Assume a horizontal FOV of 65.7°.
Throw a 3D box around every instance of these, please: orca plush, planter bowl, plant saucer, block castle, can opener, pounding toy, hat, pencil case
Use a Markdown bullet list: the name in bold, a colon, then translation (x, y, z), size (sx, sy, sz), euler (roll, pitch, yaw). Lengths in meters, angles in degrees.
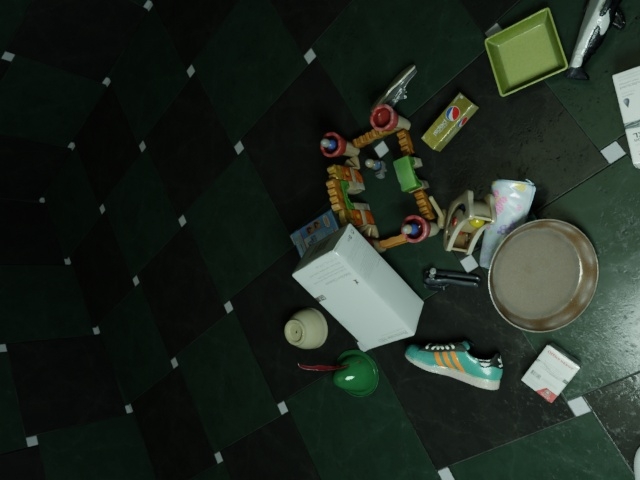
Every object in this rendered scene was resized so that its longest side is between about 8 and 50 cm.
- **orca plush**: translation (0.744, -0.558, 1.284), size (0.102, 0.151, 0.287), euler (14, 98, 3)
- **planter bowl**: translation (-0.068, 0.343, 1.898), size (0.162, 0.109, 0.162), euler (1, 92, 35)
- **plant saucer**: translation (0.598, 0.094, 1.350), size (0.311, 0.050, 0.310), euler (-1, 98, -6)
- **block castle**: translation (0.181, -0.183, 1.636), size (0.303, 0.213, 0.453), euler (-20, 80, 35)
- **can opener**: translation (0.415, 0.122, 1.580), size (0.186, 0.073, 0.059), euler (-3, 51, 33)
- **pounding toy**: translation (0.390, -0.051, 1.453), size (0.155, 0.269, 0.154), euler (10, 77, -3)
- **plant saucer**: translation (0.592, -0.534, 1.427), size (0.188, 0.045, 0.188), euler (-19, 80, 35)
- **hat**: translation (0.072, 0.491, 1.753), size (0.209, 0.184, 0.172), euler (-16, 82, 35)
- **pencil case**: translation (0.531, -0.041, 1.410), size (0.124, 0.114, 0.273), euler (11, 97, 53)

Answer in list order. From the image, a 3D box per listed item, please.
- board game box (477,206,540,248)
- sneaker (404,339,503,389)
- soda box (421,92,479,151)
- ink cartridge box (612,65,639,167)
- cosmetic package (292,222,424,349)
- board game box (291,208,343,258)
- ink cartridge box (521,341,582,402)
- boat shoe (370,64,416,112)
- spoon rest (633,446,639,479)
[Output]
- **board game box**: translation (0.542, -0.061, 1.490), size (0.186, 0.026, 0.126), euler (-35, 71, 31)
- **sneaker**: translation (0.417, 0.359, 1.552), size (0.302, 0.108, 0.121), euler (12, 98, 27)
- **soda box**: translation (0.407, -0.369, 1.560), size (0.061, 0.058, 0.181), euler (51, 119, 23)
- **ink cartridge box**: translation (0.843, -0.315, 1.216), size (0.172, 0.100, 0.237), euler (-14, 83, 36)
- **cosmetic package**: translation (0.125, 0.157, 1.597), size (0.385, 0.156, 0.217), euler (46, 133, -14)
- **board game box**: translation (0.000, 0.000, 1.881), size (0.211, 0.039, 0.160), euler (-31, 74, 33)
- **ink cartridge box**: translation (0.654, 0.371, 1.402), size (0.099, 0.056, 0.135), euler (39, 113, 28)
- **boat shoe**: translation (0.259, -0.500, 1.677), size (0.065, 0.075, 0.206), euler (36, 113, -17)
- **spoon rest**: translation (0.853, 0.642, 1.265), size (0.137, 0.084, 0.276), euler (25, 92, 32)
